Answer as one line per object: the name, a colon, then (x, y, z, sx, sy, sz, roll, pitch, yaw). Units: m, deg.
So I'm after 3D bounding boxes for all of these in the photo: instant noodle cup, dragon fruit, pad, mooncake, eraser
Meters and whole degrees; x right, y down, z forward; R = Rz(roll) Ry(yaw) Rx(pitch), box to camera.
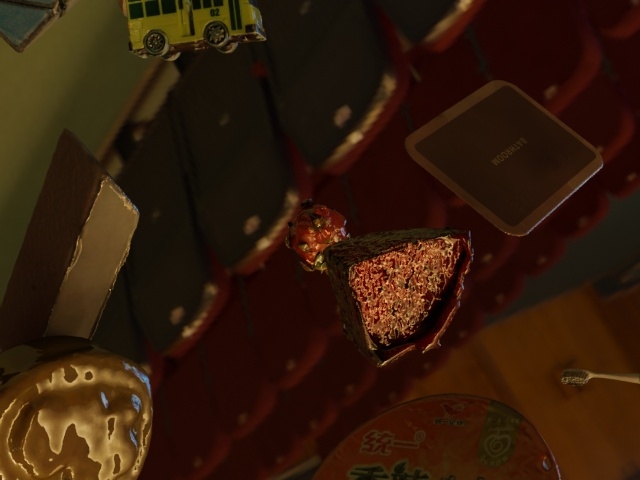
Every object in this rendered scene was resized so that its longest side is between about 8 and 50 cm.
instant noodle cup: (0.110, 0.259, 0.978, 0.230, 0.230, 0.182, -34, 131, 8)
dragon fruit: (0.002, 0.000, 1.723, 0.086, 0.081, 0.116, -42, 136, -2)
pad: (0.221, -0.104, 1.508, 0.266, 0.176, 0.002, -35, 161, -48)
mooncake: (-0.290, 0.219, 1.463, 0.234, 0.117, 0.235, -12, 108, -40)
dragon fruit: (0.092, 0.049, 1.411, 0.161, 0.121, 0.127, -19, -163, -2)
eraser: (-0.308, 0.044, 1.545, 0.077, 0.111, 0.353, 3, 122, -40)

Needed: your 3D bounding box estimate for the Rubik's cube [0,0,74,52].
Rubik's cube: (-0.326, -0.385, 1.505, 0.205, 0.205, 0.207, -34, -164, 38)

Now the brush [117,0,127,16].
brush: (-0.269, -0.419, 1.788, 0.070, 0.065, 0.327, -29, 164, -16)

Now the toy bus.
toy bus: (-0.166, -0.296, 1.706, 0.175, 0.101, 0.088, -7, 180, 7)

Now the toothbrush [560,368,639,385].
toothbrush: (0.439, 0.181, 1.683, 0.257, 0.018, 0.024, -2, -153, 28)
